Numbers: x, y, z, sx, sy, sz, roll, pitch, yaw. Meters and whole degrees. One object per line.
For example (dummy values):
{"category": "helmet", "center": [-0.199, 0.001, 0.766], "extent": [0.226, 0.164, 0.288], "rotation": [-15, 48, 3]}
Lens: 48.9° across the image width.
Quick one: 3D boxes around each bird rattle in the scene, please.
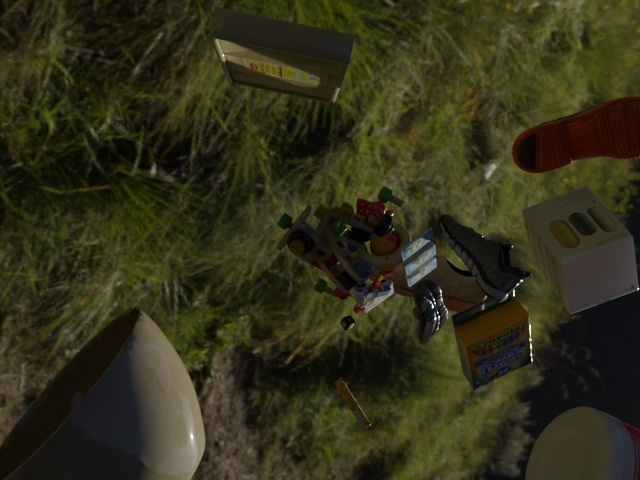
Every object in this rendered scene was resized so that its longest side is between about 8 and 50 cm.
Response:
{"category": "bird rattle", "center": [0.154, 0.004, 1.956], "extent": [0.253, 0.207, 0.143], "rotation": [-46, 147, -38]}

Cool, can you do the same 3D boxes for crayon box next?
{"category": "crayon box", "center": [0.507, 0.294, 2.063], "extent": [0.322, 0.203, 0.083], "rotation": [68, -4, -47]}

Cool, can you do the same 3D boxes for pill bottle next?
{"category": "pill bottle", "center": [0.587, 0.471, 1.227], "extent": [0.229, 0.408, 0.229], "rotation": [-60, -170, 18]}

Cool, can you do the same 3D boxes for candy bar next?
{"category": "candy bar", "center": [0.091, 0.462, 1.989], "extent": [0.018, 0.040, 0.161], "rotation": [-26, 78, -43]}

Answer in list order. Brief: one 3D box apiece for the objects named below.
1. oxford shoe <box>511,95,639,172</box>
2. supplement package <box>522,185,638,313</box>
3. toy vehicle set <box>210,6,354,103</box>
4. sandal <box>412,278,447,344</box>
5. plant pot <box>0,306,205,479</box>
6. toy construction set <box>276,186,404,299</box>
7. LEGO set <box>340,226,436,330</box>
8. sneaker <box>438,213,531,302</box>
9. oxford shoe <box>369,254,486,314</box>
{"category": "oxford shoe", "center": [0.593, -0.237, 1.512], "extent": [0.133, 0.364, 0.129], "rotation": [-52, 133, -72]}
{"category": "supplement package", "center": [0.713, 0.022, 1.944], "extent": [0.262, 0.199, 0.198], "rotation": [-105, 173, -54]}
{"category": "toy vehicle set", "center": [-0.050, -0.239, 0.942], "extent": [0.267, 0.166, 0.035], "rotation": [-159, -100, -87]}
{"category": "sandal", "center": [0.245, 0.162, 1.659], "extent": [0.060, 0.090, 0.219], "rotation": [41, -18, 41]}
{"category": "plant pot", "center": [-0.266, 0.256, 0.926], "extent": [0.191, 0.284, 0.284], "rotation": [45, 19, -16]}
{"category": "toy construction set", "center": [0.000, 0.000, 1.683], "extent": [0.309, 0.237, 0.257], "rotation": [-45, -161, 59]}
{"category": "LEGO set", "center": [0.142, 0.095, 1.409], "extent": [0.060, 0.244, 0.182], "rotation": [51, -8, 27]}
{"category": "sneaker", "center": [0.330, 0.015, 1.419], "extent": [0.083, 0.098, 0.223], "rotation": [21, 32, -54]}
{"category": "oxford shoe", "center": [0.307, 0.096, 2.084], "extent": [0.140, 0.397, 0.146], "rotation": [-75, -179, -74]}
